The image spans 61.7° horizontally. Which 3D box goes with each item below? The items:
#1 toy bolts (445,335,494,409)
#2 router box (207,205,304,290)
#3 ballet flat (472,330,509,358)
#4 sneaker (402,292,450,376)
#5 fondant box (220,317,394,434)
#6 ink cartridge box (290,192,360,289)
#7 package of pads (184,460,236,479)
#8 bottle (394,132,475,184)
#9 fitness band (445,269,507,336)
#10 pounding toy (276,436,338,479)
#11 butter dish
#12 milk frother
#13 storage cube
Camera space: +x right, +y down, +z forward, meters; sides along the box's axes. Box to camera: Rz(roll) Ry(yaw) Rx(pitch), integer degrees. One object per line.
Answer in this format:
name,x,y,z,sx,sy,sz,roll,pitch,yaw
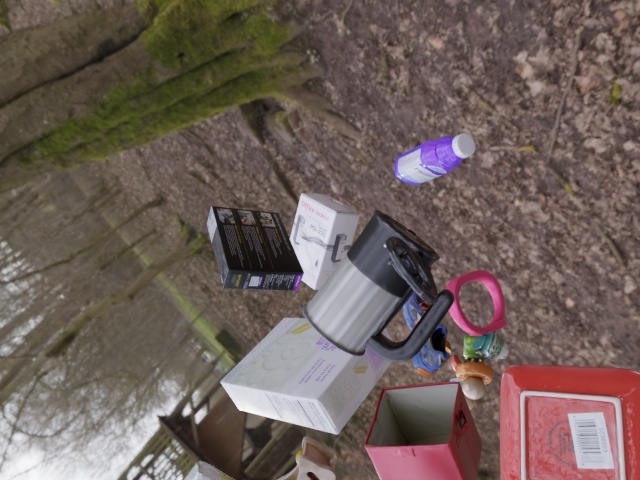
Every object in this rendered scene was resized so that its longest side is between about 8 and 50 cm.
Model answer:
toy bolts,0.381,0.385,1.520,0.218,0.158,0.228,1,147,21
router box,-0.118,0.012,0.939,0.179,0.133,0.046,-115,38,-47
ballet flat,0.402,0.246,1.240,0.070,0.070,0.188,40,180,10
sneaker,0.257,0.202,1.261,0.083,0.221,0.087,13,145,-33
fondant box,-0.028,0.276,1.167,0.330,0.238,0.096,-6,118,47
ink cartridge box,0.000,0.000,1.411,0.092,0.217,0.158,3,-160,-41
package of pads,-0.214,0.664,1.192,0.296,0.229,0.101,36,168,-10
bottle,0.338,-0.242,1.590,0.118,0.092,0.283,16,165,-24
fitness band,0.517,0.205,1.756,0.054,0.291,0.209,-29,77,46
pounding toy,-0.040,0.630,1.427,0.154,0.155,0.269,9,113,3
butter dish,0.298,0.227,0.608,0.160,0.160,0.118,-8,161,39
milk frother,0.051,0.053,0.530,0.129,0.134,0.143,42,-166,30
storage cube,0.235,0.450,1.178,0.215,0.183,0.193,-13,113,26
